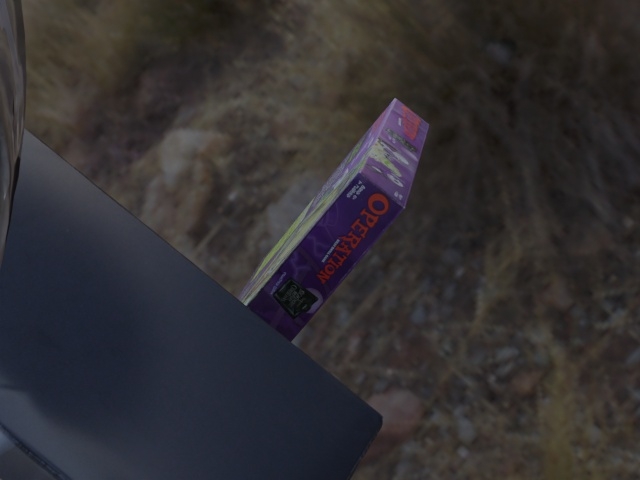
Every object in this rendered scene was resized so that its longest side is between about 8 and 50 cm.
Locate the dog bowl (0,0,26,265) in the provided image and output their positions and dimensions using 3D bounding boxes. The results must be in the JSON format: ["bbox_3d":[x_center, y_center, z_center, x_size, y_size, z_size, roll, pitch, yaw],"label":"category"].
[{"bbox_3d":[-0.234,-0.043,0.356,0.349,0.349,0.102,-40,11,19],"label":"dog bowl"}]

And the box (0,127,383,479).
[{"bbox_3d":[-0.202,0.127,0.834,0.312,0.343,0.179,-52,-1,38],"label":"box"}]

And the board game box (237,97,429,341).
[{"bbox_3d":[0.000,0.000,1.179,0.208,0.056,0.347,-54,2,16],"label":"board game box"}]
